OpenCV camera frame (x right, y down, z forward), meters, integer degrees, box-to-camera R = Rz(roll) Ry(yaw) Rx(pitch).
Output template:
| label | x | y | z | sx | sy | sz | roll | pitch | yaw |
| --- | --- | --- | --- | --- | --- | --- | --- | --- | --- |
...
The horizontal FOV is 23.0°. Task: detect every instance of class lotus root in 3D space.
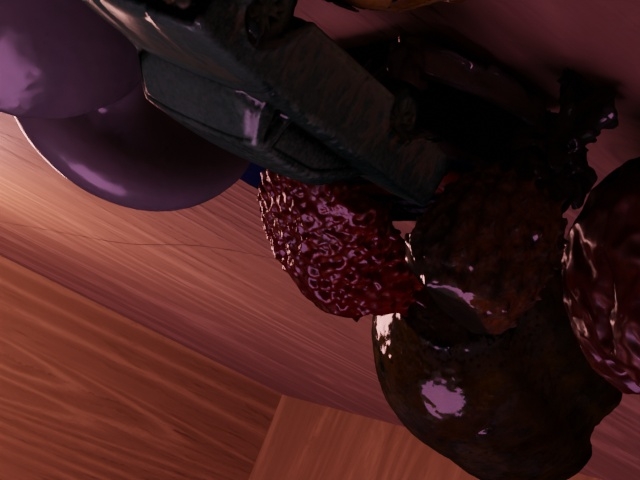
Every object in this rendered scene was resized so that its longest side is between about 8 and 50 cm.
| label | x | y | z | sx | sy | sz | roll | pitch | yaw |
| --- | --- | --- | --- | --- | --- | --- | --- | --- | --- |
| lotus root | 0.179 | 0.122 | 1.687 | 0.251 | 0.250 | 0.346 | 16 | 162 | 28 |

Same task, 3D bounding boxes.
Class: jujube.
| label | x | y | z | sx | sy | sz | roll | pitch | yaw |
| --- | --- | --- | --- | --- | --- | --- | --- | --- | --- |
| jujube | 0.281 | 0.033 | 1.151 | 0.213 | 0.213 | 0.232 | 18 | 167 | 18 |

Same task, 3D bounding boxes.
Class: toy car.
| label | x | y | z | sx | sy | sz | roll | pitch | yaw |
| --- | --- | --- | --- | --- | --- | --- | --- | --- | --- |
| toy car | -0.034 | -0.099 | 0.979 | 0.141 | 0.097 | 0.321 | 26 | 177 | 31 |

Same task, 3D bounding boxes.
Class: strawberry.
| label | x | y | z | sx | sy | sz | roll | pitch | yaw |
| --- | --- | --- | --- | --- | --- | --- | --- | --- | --- |
| strawberry | -0.001 | 0.006 | 1.302 | 0.167 | 0.087 | 0.208 | 15 | 166 | 40 |

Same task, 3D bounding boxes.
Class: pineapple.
| label | x | y | z | sx | sy | sz | roll | pitch | yaw |
| --- | --- | --- | --- | --- | --- | --- | --- | --- | --- |
| pineapple | 0.145 | -0.030 | 1.108 | 0.108 | 0.197 | 0.108 | 37 | 171 | 6 |

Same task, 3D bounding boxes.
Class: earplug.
| label | x | y | z | sx | sy | sz | roll | pitch | yaw |
| --- | --- | --- | --- | --- | --- | --- | --- | --- | --- |
| earplug | -0.163 | -0.149 | 1.178 | 0.175 | 0.214 | 0.325 | -24 | 147 | 21 |

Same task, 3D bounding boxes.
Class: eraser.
| label | x | y | z | sx | sy | sz | roll | pitch | yaw |
| --- | --- | --- | --- | --- | --- | --- | --- | --- | --- |
| eraser | 0.037 | -0.085 | 1.280 | 0.155 | 0.101 | 0.332 | 28 | 167 | -26 |

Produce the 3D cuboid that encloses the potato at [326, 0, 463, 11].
| label | x | y | z | sx | sy | sz | roll | pitch | yaw |
| --- | --- | --- | --- | --- | --- | --- | --- | --- | --- |
| potato | 0.020 | -0.180 | 0.935 | 0.171 | 0.080 | 0.107 | 20 | 156 | 18 |
